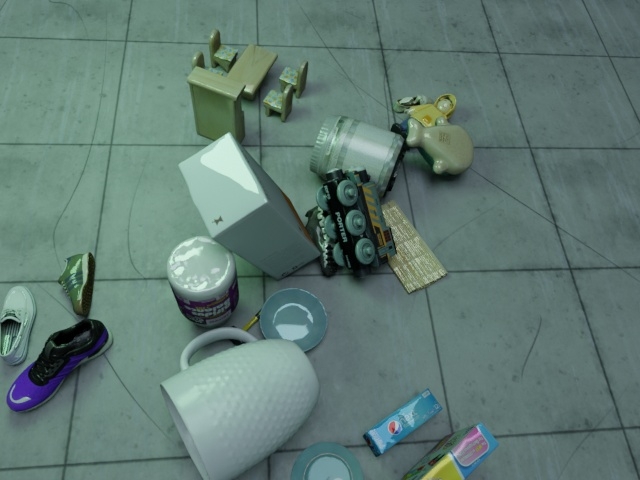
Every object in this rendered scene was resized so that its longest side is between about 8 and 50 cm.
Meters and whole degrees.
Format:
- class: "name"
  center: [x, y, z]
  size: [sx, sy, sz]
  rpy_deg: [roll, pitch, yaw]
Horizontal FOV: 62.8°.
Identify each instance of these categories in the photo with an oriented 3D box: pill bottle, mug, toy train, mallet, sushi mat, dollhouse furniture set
- class: "pill bottle"
  center: [-0.303, 0.127, 1.394]
  size: [0.169, 0.301, 0.169]
  rpy_deg: [2, 61, -4]
- class: "mug"
  center: [-0.207, 0.364, 1.311]
  size: [0.328, 0.276, 0.374]
  rpy_deg: [-25, 49, -26]
- class: "toy train"
  center: [0.112, -0.061, 1.570]
  size: [0.190, 0.142, 0.333]
  rpy_deg: [-22, 97, -41]
- class: "mallet"
  center: [-0.197, 0.222, 1.511]
  size: [0.062, 0.039, 0.189]
  rpy_deg: [33, 59, 8]
- class: "sushi mat"
  center: [0.261, 0.015, 1.686]
  size: [0.151, 0.019, 0.316]
  rpy_deg: [-25, 67, -20]
- class: "dollhouse furniture set"
  center: [-0.277, -0.559, 1.800]
  size: [0.362, 0.256, 0.394]
  rpy_deg: [22, 61, 5]

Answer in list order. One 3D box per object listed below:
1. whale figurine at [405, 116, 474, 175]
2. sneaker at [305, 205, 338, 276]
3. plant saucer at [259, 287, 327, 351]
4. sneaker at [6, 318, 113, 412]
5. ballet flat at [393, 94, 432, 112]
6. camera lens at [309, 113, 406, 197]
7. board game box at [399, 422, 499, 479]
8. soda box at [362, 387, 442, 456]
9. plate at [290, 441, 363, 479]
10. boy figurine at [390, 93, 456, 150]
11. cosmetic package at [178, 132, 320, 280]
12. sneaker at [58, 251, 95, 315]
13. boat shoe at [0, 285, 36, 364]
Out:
- class: "whale figurine"
  center: [0.389, -0.317, 1.788]
  size: [0.272, 0.141, 0.216]
  rpy_deg: [14, 71, -24]
- class: "sneaker"
  center: [0.000, 0.000, 1.633]
  size: [0.078, 0.106, 0.234]
  rpy_deg: [5, 75, -51]
- class: "plant saucer"
  center: [-0.079, 0.234, 1.512]
  size: [0.195, 0.037, 0.195]
  rpy_deg: [5, 61, -8]
- class: "sneaker"
  center: [-0.683, 0.302, 1.342]
  size: [0.102, 0.146, 0.293]
  rpy_deg: [39, 64, 14]
- class: "ballet flat"
  center: [0.353, -0.518, 1.969]
  size: [0.168, 0.052, 0.057]
  rpy_deg: [-17, 65, -16]
- class: "camera lens"
  center: [0.126, -0.274, 1.712]
  size: [0.274, 0.219, 0.219]
  rpy_deg: [21, 61, 4]
- class: "board game box"
  center: [0.255, 0.576, 1.251]
  size: [0.316, 0.242, 0.064]
  rpy_deg: [-34, 72, -21]
- class: "soda box"
  center: [0.218, 0.483, 1.393]
  size: [0.210, 0.071, 0.067]
  rpy_deg: [-27, 67, -20]
- class: "plate"
  center: [0.018, 0.608, 1.329]
  size: [0.188, 0.024, 0.188]
  rpy_deg: [3, 60, -5]
- class: "boy figurine"
  center: [0.395, -0.434, 1.909]
  size: [0.285, 0.092, 0.177]
  rpy_deg: [-34, 67, -19]
- class: "cosmetic package"
  center: [-0.172, -0.069, 1.421]
  size: [0.161, 0.453, 0.230]
  rpy_deg: [-32, 68, 5]
- class: "sneaker"
  center: [-0.699, 0.126, 1.489]
  size: [0.086, 0.064, 0.192]
  rpy_deg: [-6, 62, -1]
- class: "boat shoe"
  center: [-0.820, 0.217, 1.412]
  size: [0.083, 0.076, 0.226]
  rpy_deg: [-10, 63, -12]
